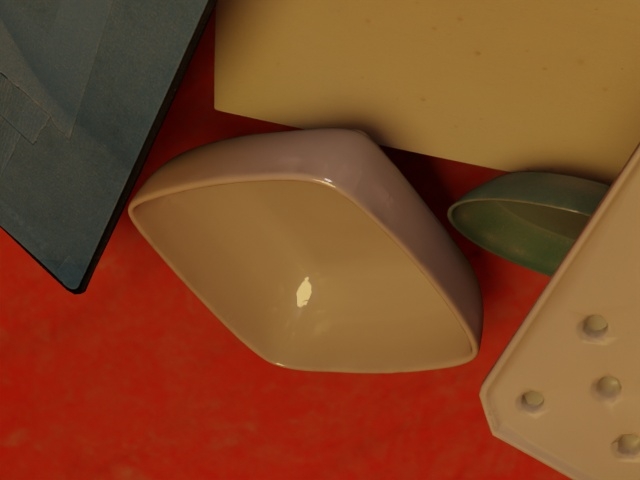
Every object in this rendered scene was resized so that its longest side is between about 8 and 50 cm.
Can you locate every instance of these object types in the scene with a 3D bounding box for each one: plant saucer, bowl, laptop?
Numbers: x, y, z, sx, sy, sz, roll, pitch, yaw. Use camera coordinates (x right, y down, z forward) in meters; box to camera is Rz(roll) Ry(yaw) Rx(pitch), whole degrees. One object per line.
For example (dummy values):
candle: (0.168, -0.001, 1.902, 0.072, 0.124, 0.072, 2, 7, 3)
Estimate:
plant saucer: (0.115, -0.004, 0.785, 0.119, 0.119, 0.021, 13, 77, 20)
bowl: (0.000, 0.000, 0.830, 0.142, 0.053, 0.142, -4, 139, 41)
laptop: (-0.239, -0.175, 0.704, 0.382, 0.408, 0.236, 41, 102, 11)

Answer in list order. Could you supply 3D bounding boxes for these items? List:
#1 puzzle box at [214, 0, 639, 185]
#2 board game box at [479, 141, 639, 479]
puzzle box: (0.151, -0.145, 0.723, 0.409, 0.052, 0.272, 13, 117, 20)
board game box: (0.317, 0.005, 0.652, 0.390, 0.050, 0.390, 29, 117, -1)
